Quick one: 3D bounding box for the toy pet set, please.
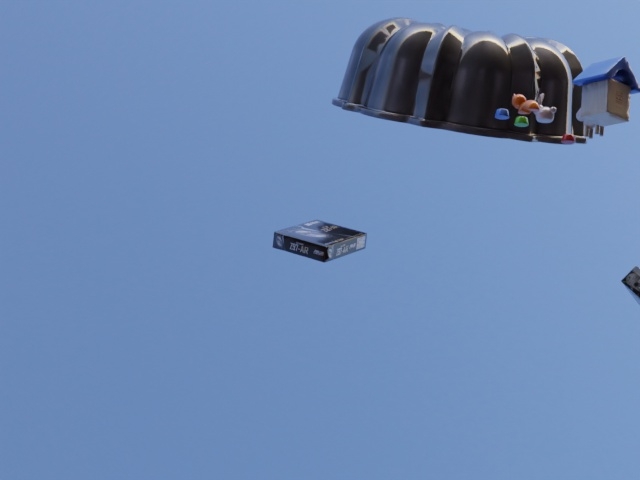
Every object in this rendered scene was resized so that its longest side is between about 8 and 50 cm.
[{"bbox_3d":[0.265,-0.154,1.275,0.122,0.114,0.065,14,-104,-39],"label":"toy pet set"}]

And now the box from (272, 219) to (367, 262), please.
[{"bbox_3d":[0.000,0.000,1.283,0.083,0.067,0.018,-17,-62,-55],"label":"box"}]

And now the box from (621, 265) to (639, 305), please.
[{"bbox_3d":[0.392,0.088,1.352,0.027,0.094,0.137,-46,-36,4],"label":"box"}]

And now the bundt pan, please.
[{"bbox_3d":[0.183,-0.209,1.544,0.331,0.331,0.124,3,-79,-21],"label":"bundt pan"}]
